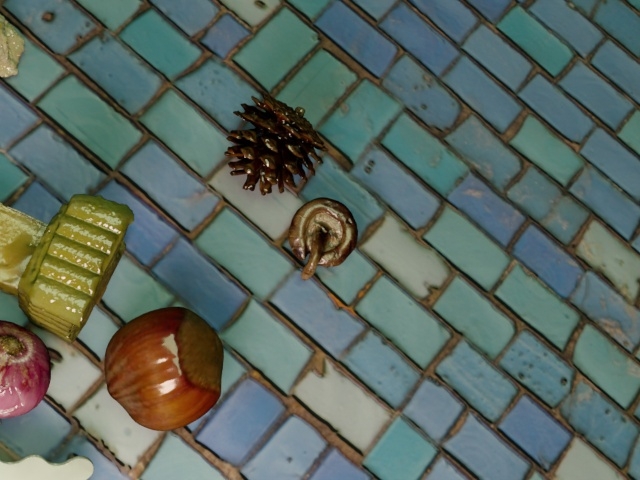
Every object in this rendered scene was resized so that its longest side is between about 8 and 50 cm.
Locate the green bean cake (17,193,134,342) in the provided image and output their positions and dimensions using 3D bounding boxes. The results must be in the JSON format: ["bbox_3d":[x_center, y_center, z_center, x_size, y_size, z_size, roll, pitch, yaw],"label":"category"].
[{"bbox_3d":[-0.423,0.043,1.755,0.124,0.236,0.233,26,69,-6],"label":"green bean cake"}]

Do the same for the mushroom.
[{"bbox_3d":[0.000,0.001,1.985,0.135,0.080,0.170,23,67,5],"label":"mushroom"}]

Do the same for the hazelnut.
[{"bbox_3d":[-0.269,0.220,1.785,0.210,0.210,0.186,50,42,3],"label":"hazelnut"}]

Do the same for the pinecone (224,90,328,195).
[{"bbox_3d":[-0.095,-0.181,1.964,0.208,0.208,0.207,5,71,-15],"label":"pinecone"}]

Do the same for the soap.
[{"bbox_3d":[-0.606,-0.006,1.802,0.233,0.076,0.135,25,66,-5],"label":"soap"}]

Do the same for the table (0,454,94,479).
[{"bbox_3d":[-0.480,0.419,1.665,0.198,0.166,0.166,7,70,-23],"label":"table"}]

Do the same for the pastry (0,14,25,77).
[{"bbox_3d":[-0.688,-0.370,1.899,0.258,0.089,0.121,3,84,-13],"label":"pastry"}]

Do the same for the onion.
[{"bbox_3d":[-0.541,0.216,1.707,0.177,0.153,0.177,31,48,-41],"label":"onion"}]
